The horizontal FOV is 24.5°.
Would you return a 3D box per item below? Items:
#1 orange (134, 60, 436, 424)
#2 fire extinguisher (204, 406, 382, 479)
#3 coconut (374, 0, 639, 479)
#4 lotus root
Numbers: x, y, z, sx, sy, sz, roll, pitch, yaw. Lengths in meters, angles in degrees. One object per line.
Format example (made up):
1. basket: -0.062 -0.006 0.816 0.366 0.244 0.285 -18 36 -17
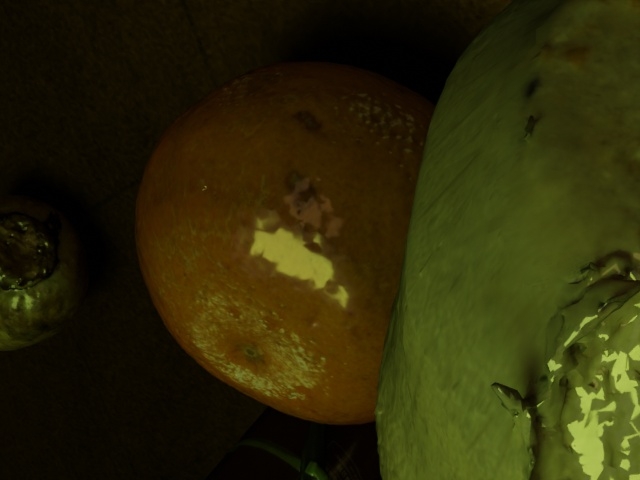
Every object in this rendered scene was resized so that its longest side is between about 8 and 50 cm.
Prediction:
1. orange: 0.000 0.000 0.842 0.224 0.170 0.224 24 146 17
2. fire extinguisher: -0.051 0.186 0.910 0.105 0.341 0.141 10 129 31
3. coconut: 0.195 0.058 0.621 0.346 0.346 0.360 23 149 20
4. lotus root: -0.239 0.035 1.124 0.108 0.094 0.191 62 149 9
